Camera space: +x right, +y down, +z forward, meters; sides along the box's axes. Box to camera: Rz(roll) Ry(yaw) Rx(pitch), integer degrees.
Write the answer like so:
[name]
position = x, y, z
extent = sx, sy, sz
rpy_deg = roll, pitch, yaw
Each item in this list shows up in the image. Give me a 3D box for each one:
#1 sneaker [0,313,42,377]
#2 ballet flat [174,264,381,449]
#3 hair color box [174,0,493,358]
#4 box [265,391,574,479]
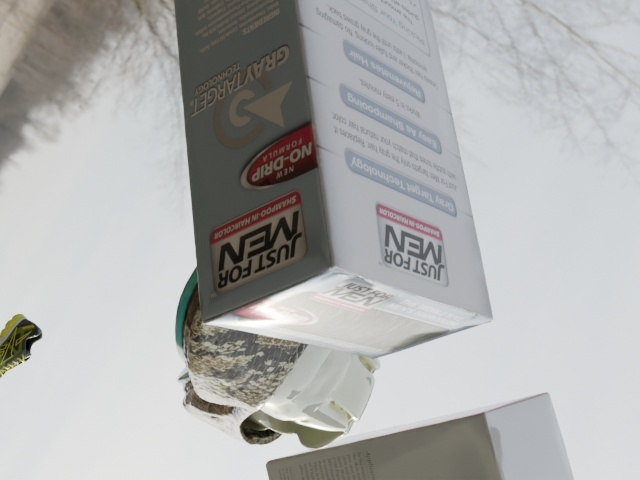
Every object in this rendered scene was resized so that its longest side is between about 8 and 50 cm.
[sneaker]
position = -0.298, 0.110, 0.934
extent = 0.083, 0.035, 0.031
rpy_deg = -62, 170, -20
[ballet flat]
position = -0.037, 0.117, 0.923
extent = 0.164, 0.182, 0.483
rpy_deg = -51, 176, -20
[hair color box]
position = 0.000, -0.117, 0.701
extent = 0.114, 0.185, 0.374
rpy_deg = -24, -117, 33
[box]
position = 0.136, 0.331, 1.312
extent = 0.345, 0.215, 0.168
rpy_deg = -20, -102, 32
